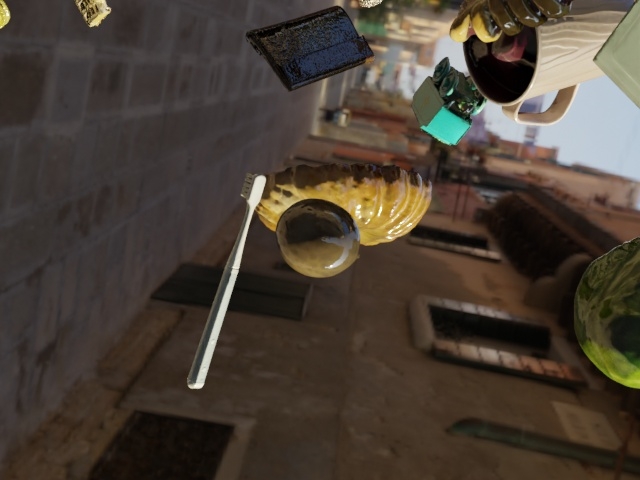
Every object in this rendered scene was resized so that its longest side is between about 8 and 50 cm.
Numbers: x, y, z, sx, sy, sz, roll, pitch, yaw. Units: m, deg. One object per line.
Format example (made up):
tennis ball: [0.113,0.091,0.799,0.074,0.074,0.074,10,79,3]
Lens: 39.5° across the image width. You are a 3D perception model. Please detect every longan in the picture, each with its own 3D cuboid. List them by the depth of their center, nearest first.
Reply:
longan: [0.000,0.000,1.050,0.113,0.113,0.092,97,11,-73]

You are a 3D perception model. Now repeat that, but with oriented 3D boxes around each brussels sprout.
brussels sprout: [0.503,0.089,1.284,0.271,0.210,0.219,-66,-151,21]

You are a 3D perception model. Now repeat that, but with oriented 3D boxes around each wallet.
wallet: [-0.011,-0.352,1.608,0.243,0.133,0.039,-29,172,-42]

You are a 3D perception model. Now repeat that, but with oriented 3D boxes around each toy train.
toy train: [0.275,-0.299,1.917,0.154,0.107,0.198,-53,-156,25]

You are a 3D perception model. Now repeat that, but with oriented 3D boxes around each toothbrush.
toothbrush: [-0.142,0.062,1.329,0.030,0.025,0.342,24,-79,47]

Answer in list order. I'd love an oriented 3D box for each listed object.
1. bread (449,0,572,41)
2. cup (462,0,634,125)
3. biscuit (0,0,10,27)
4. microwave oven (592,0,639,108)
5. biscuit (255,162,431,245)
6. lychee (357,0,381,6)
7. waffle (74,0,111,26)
bread: [0.307,-0.366,1.347,0.081,0.225,0.134,54,42,-26]
cup: [0.433,-0.355,1.671,0.208,0.273,0.288,7,-69,61]
biscuit: [-0.572,-0.398,1.521,0.084,0.084,0.023,99,12,-54]
microwave oven: [0.645,-0.290,1.462,0.181,0.295,0.237,-34,166,-22]
biscuit: [0.038,-0.058,1.599,0.326,0.326,0.107,96,-7,-76]
lychee: [0.124,-0.622,2.239,0.067,0.083,0.068,65,38,-53]
waffle: [-0.357,-0.383,1.372,0.092,0.021,0.135,64,-22,-13]
